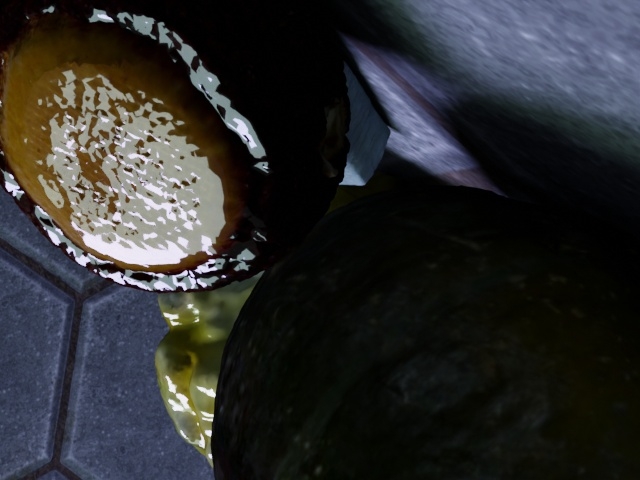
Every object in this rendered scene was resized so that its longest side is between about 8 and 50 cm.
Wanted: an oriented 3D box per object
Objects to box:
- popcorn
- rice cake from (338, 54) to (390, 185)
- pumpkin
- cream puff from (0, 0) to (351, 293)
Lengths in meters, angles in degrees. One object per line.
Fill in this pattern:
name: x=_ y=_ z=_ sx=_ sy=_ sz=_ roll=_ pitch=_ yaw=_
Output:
popcorn: x=0.017 y=0.100 z=1.237 sx=0.293 sy=0.334 sz=0.292 roll=-10 pitch=161 yaw=16
rice cake: x=-0.002 y=-0.094 z=0.973 sx=0.069 sy=0.063 sz=0.206 roll=25 pitch=174 yaw=22
pumpkin: x=0.139 y=0.161 z=0.879 sx=0.454 sy=0.344 sz=0.454 roll=44 pitch=179 yaw=1
cream puff: x=-0.091 y=-0.088 z=0.814 sx=0.239 sy=0.165 sz=0.239 roll=15 pitch=129 yaw=20
